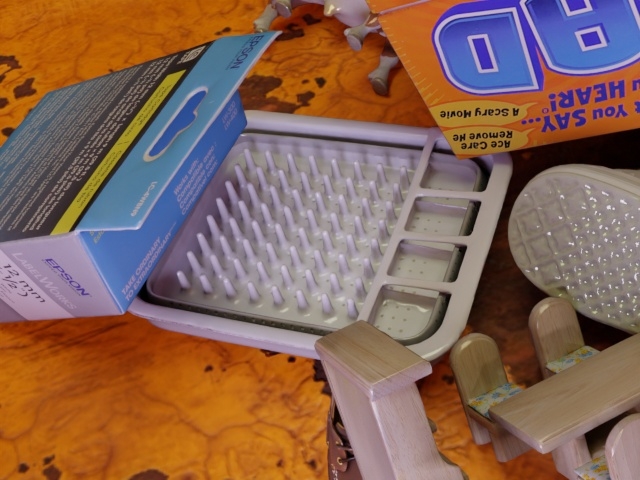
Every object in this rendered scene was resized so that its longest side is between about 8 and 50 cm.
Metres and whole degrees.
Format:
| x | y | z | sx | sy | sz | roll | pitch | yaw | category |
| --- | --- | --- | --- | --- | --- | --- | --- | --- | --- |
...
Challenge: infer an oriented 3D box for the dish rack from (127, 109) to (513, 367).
| x | y | z | sx | sy | sz | roll | pitch | yaw | category |
| --- | --- | --- | --- | --- | --- | --- | --- | --- | --- |
| 0.000 | 0.000 | 0.955 | 0.333 | 0.072 | 0.285 | 9 | 52 | 19 | dish rack |

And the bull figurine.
| x | y | z | sx | sy | sz | roll | pitch | yaw | category |
| --- | --- | --- | --- | --- | --- | --- | --- | --- | --- |
| 0.066 | -0.282 | 1.177 | 0.310 | 0.101 | 0.188 | 25 | 60 | 30 | bull figurine |

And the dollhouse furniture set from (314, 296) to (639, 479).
| x | y | z | sx | sy | sz | roll | pitch | yaw | category |
| --- | --- | --- | --- | --- | --- | --- | --- | --- | --- |
| 0.144 | 0.107 | 0.698 | 0.242 | 0.161 | 0.212 | -23 | 16 | -15 | dollhouse furniture set |

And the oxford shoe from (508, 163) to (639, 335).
| x | y | z | sx | sy | sz | roll | pitch | yaw | category |
| --- | --- | --- | --- | --- | --- | --- | --- | --- | --- |
| 0.359 | 0.060 | 0.783 | 0.449 | 0.169 | 0.130 | 33 | 26 | 32 | oxford shoe |

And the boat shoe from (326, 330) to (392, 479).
| x | y | z | sx | sy | sz | roll | pitch | yaw | category |
| --- | --- | --- | --- | --- | --- | --- | --- | --- | --- |
| 0.031 | 0.155 | 0.773 | 0.064 | 0.060 | 0.178 | -5 | 78 | 18 | boat shoe |

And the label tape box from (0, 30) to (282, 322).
| x | y | z | sx | sy | sz | roll | pitch | yaw | category |
| --- | --- | --- | --- | --- | --- | --- | --- | --- | --- |
| -0.190 | -0.052 | 0.926 | 0.348 | 0.115 | 0.249 | -5 | 44 | 40 | label tape box |

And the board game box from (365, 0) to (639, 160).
| x | y | z | sx | sy | sz | roll | pitch | yaw | category |
| --- | --- | --- | --- | --- | --- | --- | --- | --- | --- |
| 0.243 | -0.340 | 0.853 | 0.357 | 0.356 | 0.356 | -8 | 43 | 34 | board game box |
